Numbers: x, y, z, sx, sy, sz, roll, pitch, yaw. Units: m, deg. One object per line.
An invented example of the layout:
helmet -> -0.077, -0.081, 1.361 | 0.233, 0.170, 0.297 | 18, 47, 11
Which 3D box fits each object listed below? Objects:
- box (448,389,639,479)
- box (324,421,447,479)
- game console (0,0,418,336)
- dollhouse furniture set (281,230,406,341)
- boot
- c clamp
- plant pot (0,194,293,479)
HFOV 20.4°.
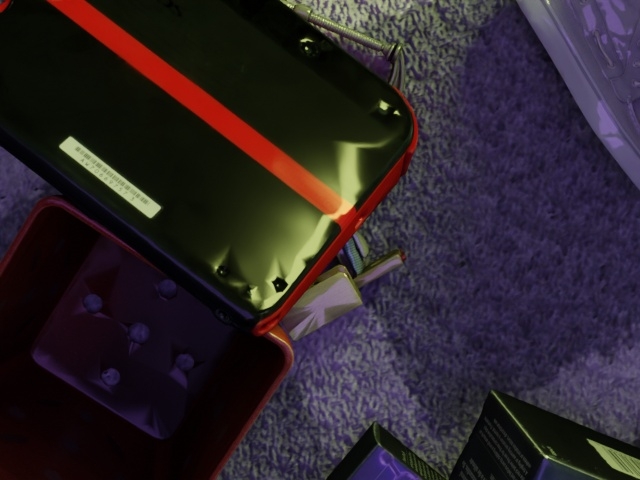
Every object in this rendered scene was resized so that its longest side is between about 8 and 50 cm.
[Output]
box -> 0.243, 0.343, 1.651 | 0.296, 0.183, 0.294 | 22, 101, -16
box -> 0.085, 0.310, 1.785 | 0.207, 0.108, 0.153 | 38, 95, -4
game console -> -0.122, -0.123, 1.655 | 0.386, 0.060, 0.342 | 37, 51, 4
dollhouse furniture set -> 0.000, 0.000, 1.720 | 0.129, 0.183, 0.129 | -29, 94, 2
boot -> 0.302, -0.175, 1.743 | 0.123, 0.095, 0.258 | -31, 93, 13
c clamp -> 0.018, -0.192, 1.784 | 0.161, 0.022, 0.137 | 29, 94, -2
plant pot -> -0.194, 0.115, 1.699 | 0.267, 0.236, 0.267 | 33, 101, -3
